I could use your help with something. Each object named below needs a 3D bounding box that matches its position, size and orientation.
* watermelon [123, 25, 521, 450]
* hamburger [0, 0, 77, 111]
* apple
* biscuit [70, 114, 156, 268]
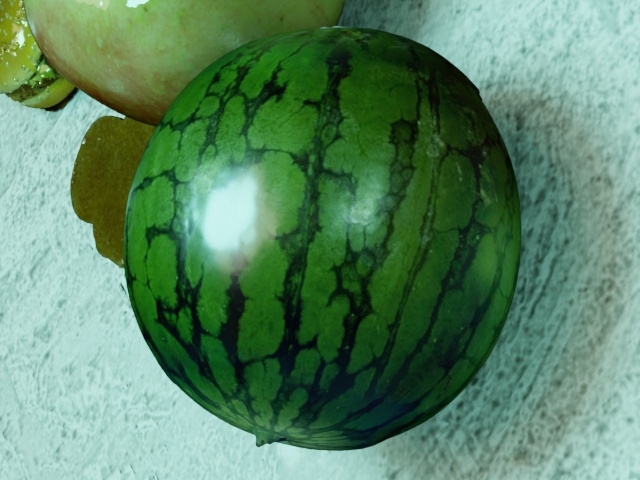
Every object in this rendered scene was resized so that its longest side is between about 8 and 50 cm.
[{"bbox_3d":[0.000,0.000,1.381,0.363,0.363,0.363,-17,66,44],"label":"watermelon"},{"bbox_3d":[-0.352,-0.261,2.007,0.182,0.118,0.191,13,84,46],"label":"hamburger"},{"bbox_3d":[-0.123,-0.253,1.565,0.319,0.277,0.319,-11,64,23],"label":"apple"},{"bbox_3d":[-0.169,-0.065,1.798,0.290,0.041,0.208,17,90,44],"label":"biscuit"}]
